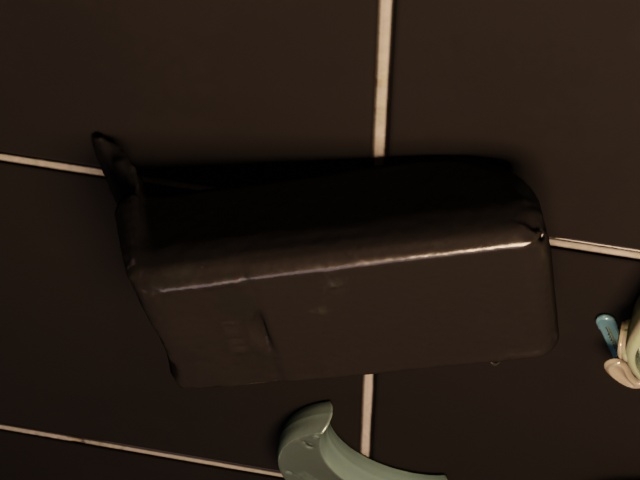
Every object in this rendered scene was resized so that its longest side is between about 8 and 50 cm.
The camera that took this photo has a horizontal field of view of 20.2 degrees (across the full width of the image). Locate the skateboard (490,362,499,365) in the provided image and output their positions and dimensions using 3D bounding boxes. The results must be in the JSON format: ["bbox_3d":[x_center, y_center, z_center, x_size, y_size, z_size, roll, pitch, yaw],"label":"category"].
[{"bbox_3d":[0.134,0.076,1.643,0.151,0.067,0.080,23,152,-19],"label":"skateboard"}]

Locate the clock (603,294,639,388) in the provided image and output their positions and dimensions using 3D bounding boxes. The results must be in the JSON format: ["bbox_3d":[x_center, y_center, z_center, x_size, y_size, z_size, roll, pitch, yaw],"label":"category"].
[{"bbox_3d":[0.339,0.086,1.582,0.151,0.062,0.191,19,144,-9],"label":"clock"}]

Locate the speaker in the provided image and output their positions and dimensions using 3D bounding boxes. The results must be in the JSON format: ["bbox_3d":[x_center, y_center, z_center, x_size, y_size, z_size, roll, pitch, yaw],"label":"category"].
[{"bbox_3d":[0.000,0.000,1.533,0.388,0.184,0.180,-5,143,7],"label":"speaker"}]

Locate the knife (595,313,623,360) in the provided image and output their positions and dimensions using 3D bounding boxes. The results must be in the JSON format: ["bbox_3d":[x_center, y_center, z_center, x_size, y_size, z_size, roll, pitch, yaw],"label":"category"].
[{"bbox_3d":[0.274,0.098,1.663,0.027,0.010,0.096,-6,140,24],"label":"knife"}]

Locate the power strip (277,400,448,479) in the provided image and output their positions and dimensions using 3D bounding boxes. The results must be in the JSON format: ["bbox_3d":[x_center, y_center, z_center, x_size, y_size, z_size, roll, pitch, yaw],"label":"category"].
[{"bbox_3d":[0.040,0.249,1.913,0.216,0.044,0.137,36,139,-28],"label":"power strip"}]
